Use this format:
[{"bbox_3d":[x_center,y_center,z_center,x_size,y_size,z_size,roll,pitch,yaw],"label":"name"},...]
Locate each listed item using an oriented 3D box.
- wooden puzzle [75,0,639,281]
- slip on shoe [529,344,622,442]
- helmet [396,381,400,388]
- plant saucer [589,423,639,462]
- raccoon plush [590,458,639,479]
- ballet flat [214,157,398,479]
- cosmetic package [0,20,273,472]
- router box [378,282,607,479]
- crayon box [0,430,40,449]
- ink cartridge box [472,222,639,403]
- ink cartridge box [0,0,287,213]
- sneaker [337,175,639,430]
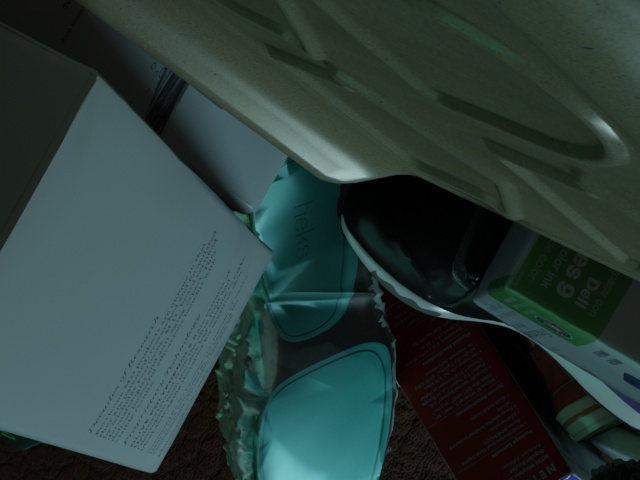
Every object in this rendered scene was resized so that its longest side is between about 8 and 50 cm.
[{"bbox_3d":[0.054,-0.070,0.621,0.348,0.080,0.322,22,172,44],"label":"wooden puzzle"},{"bbox_3d":[0.219,0.090,1.359,0.101,0.123,0.331,65,-170,10],"label":"slip on shoe"},{"bbox_3d":[0.072,0.095,2.121,0.169,0.161,0.169,31,177,2],"label":"helmet"},{"bbox_3d":[0.422,0.231,1.515,0.400,0.100,0.400,31,177,2],"label":"plant saucer"},{"bbox_3d":[0.211,0.252,1.161,0.216,0.446,0.299,53,173,12],"label":"raccoon plush"},{"bbox_3d":[-0.021,0.050,1.339,0.147,0.147,0.409,29,135,34],"label":"ballet flat"},{"bbox_3d":[-0.168,-0.009,0.859,0.197,0.155,0.365,27,175,15],"label":"cosmetic package"},{"bbox_3d":[0.140,0.123,1.540,0.301,0.082,0.335,59,-171,23],"label":"router box"},{"bbox_3d":[-0.190,-0.058,1.142,0.203,0.323,0.083,32,157,-13],"label":"crayon box"},{"bbox_3d":[0.190,0.043,0.859,0.212,0.093,0.154,29,176,0],"label":"ink cartridge box"},{"bbox_3d":[-0.142,-0.139,0.951,0.197,0.114,0.273,28,174,35],"label":"ink cartridge box"},{"bbox_3d":[0.148,0.014,0.990,0.283,0.107,0.124,29,163,-22],"label":"sneaker"}]
